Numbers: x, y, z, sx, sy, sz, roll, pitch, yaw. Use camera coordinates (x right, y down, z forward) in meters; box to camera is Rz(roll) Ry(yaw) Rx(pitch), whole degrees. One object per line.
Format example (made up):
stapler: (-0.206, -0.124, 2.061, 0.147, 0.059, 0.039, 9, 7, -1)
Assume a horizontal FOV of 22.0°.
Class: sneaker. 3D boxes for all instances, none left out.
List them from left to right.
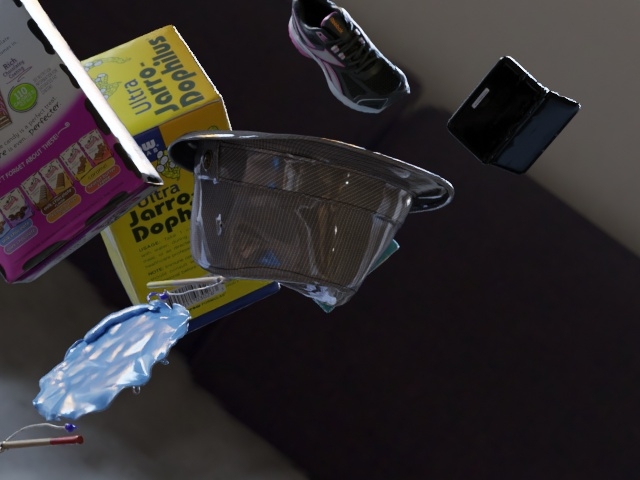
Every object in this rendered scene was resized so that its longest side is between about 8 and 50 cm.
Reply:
sneaker: (0.022, -0.212, 1.809, 0.178, 0.072, 0.077, 40, -17, 25)

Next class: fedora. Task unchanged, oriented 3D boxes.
fedora: (-0.023, -0.014, 1.480, 0.243, 0.124, 0.275, 18, -7, -41)

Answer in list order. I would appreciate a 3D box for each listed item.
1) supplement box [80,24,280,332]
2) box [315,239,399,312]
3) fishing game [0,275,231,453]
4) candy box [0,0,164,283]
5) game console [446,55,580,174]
supplement box: (-0.209, -0.070, 2.202, 0.194, 0.195, 0.357, 56, -14, 45)
box: (0.000, 0.000, 1.734, 0.060, 0.100, 0.244, 48, -3, -15)
fishing game: (-0.208, 0.127, 1.664, 0.189, 0.264, 0.041, -10, -59, 43)
candy box: (-0.274, -0.100, 1.486, 0.233, 0.159, 0.071, 55, 8, 5)
game console: (0.237, -0.153, 2.028, 0.107, 0.122, 0.071, 44, 24, 12)
